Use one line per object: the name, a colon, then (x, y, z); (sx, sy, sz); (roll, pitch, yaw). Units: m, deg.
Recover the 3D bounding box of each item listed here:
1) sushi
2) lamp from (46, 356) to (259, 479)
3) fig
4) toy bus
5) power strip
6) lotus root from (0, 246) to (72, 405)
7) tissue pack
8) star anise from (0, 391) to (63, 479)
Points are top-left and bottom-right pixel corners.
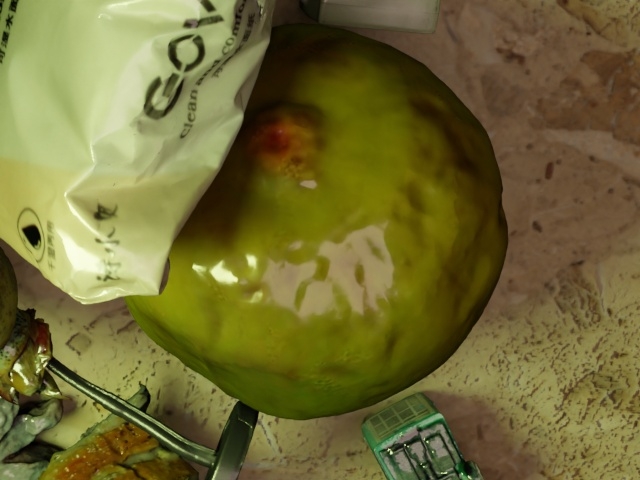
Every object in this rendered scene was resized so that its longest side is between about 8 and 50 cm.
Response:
sushi: (-0.175, 0.283, 1.649); (0.184, 0.139, 0.274); (-7, 121, -39)
lamp: (-0.202, 0.094, 1.590); (0.371, 0.108, 0.130); (36, 134, 11)
fig: (-0.011, -0.003, 1.532); (0.343, 0.343, 0.343); (-5, 110, -14)
toy bus: (0.130, 0.274, 1.776); (0.091, 0.109, 0.262); (-27, 112, -3)
power strip: (0.021, -0.209, 1.590); (0.175, 0.075, 0.042); (3, 108, -15)
lotus root: (-0.314, 0.049, 1.450); (0.278, 0.154, 0.154); (28, 100, -35)
tissue pack: (-0.168, -0.171, 1.406); (0.195, 0.390, 0.376); (15, 98, -36)
star anise: (-0.318, 0.209, 1.643); (0.230, 0.081, 0.262); (13, 104, -39)
